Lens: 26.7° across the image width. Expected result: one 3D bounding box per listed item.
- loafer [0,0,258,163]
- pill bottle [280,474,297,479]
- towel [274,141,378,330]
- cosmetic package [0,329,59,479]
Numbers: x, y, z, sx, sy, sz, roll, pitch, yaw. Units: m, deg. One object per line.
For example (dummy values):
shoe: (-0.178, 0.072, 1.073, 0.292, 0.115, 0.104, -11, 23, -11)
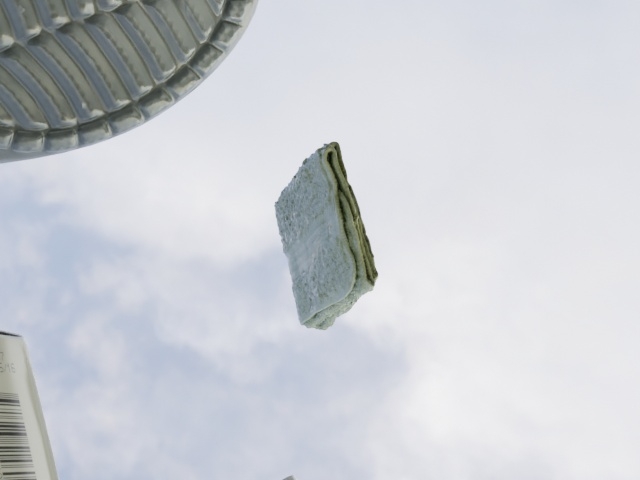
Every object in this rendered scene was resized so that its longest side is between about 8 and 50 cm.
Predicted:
loafer: (-0.145, -0.074, 0.507, 0.251, 0.094, 0.087, -21, -145, 1)
pill bottle: (-0.019, 0.329, 1.422, 0.086, 0.086, 0.152, -24, -103, -31)
towel: (0.000, 0.000, 0.948, 0.027, 0.148, 0.110, -11, -102, -17)
cosmetic package: (-0.339, 0.178, 0.903, 0.309, 0.113, 0.160, -19, -104, 16)
